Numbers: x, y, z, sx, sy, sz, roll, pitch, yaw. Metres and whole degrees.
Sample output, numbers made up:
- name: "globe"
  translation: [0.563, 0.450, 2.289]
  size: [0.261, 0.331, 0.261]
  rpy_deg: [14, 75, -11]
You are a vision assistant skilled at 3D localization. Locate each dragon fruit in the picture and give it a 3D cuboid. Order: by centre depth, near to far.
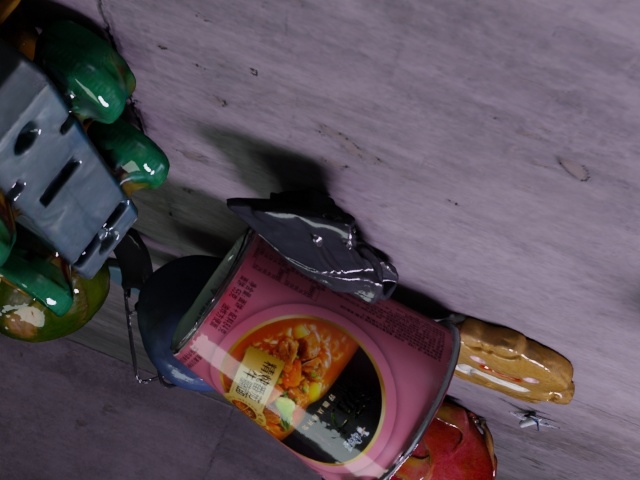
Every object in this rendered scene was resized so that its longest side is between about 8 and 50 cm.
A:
- name: "dragon fruit"
  translation: [0.144, 0.352, 1.690]
  size: [0.250, 0.250, 0.315]
  rpy_deg: [9, 153, 41]

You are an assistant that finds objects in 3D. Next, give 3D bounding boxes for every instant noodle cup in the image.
- name: "instant noodle cup"
  translation: [-0.015, 0.119, 1.156]
  size: [0.255, 0.244, 0.244]
  rpy_deg: [33, 164, -10]

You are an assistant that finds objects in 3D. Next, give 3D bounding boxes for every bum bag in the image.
- name: "bum bag"
  translation: [0.000, 0.000, 0.986]
  size: [0.123, 0.060, 0.248]
  rpy_deg: [22, 168, 16]

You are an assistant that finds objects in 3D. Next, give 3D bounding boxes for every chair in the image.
- name: "chair"
  translation: [-0.201, 0.077, 1.487]
  size: [0.145, 0.221, 0.140]
  rpy_deg: [-18, -177, -25]

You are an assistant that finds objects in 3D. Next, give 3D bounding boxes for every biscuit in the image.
- name: "biscuit"
  translation: [0.210, 0.146, 1.246]
  size: [0.184, 0.035, 0.249]
  rpy_deg: [21, 165, 4]

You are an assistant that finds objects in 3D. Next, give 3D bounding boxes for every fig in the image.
- name: "fig"
  translation: [-0.381, 0.031, 1.496]
  size: [0.195, 0.195, 0.245]
  rpy_deg: [25, 130, -8]

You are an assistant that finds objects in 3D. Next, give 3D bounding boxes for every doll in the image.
- name: "doll"
  translation: [-0.099, 0.118, 1.307]
  size: [0.258, 0.228, 0.154]
  rpy_deg: [13, 130, -19]

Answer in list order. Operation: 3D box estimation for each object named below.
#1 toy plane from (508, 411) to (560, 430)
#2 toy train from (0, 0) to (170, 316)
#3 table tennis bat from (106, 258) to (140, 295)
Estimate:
- name: "toy plane"
  translation: [0.299, 0.256, 1.527]
  size: [0.077, 0.024, 0.084]
  rpy_deg: [19, 172, -6]
- name: "toy train"
  translation: [-0.279, -0.090, 0.881]
  size: [0.249, 0.178, 0.429]
  rpy_deg: [32, 167, 13]
- name: "table tennis bat"
  translation: [-0.248, 0.094, 1.741]
  size: [0.237, 0.038, 0.149]
  rpy_deg: [36, 160, -28]
